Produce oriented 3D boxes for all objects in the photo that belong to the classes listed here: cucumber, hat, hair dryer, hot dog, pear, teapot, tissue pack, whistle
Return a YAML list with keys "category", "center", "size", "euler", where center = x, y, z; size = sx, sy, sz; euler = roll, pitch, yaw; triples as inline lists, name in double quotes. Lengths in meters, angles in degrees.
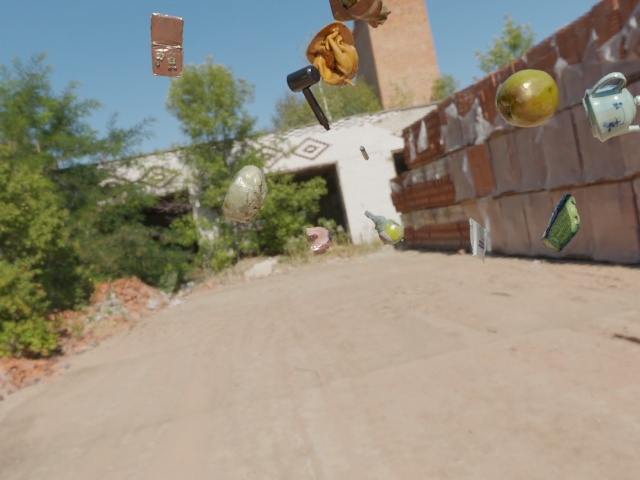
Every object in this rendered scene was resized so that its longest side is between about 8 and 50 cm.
- category: "cucumber"
  center: [0.853, -0.057, 1.954]
  size: [0.193, 0.115, 0.085]
  euler: [-56, 24, -20]
- category: "hat"
  center: [0.092, -0.712, 2.227]
  size: [0.233, 0.233, 0.244]
  euler: [-9, -31, -34]
- category: "hair dryer"
  center: [-0.018, -0.503, 1.972]
  size: [0.114, 0.248, 0.071]
  euler: [-12, 30, 38]
- category: "hot dog"
  center: [0.111, -0.694, 1.589]
  size: [0.093, 0.123, 0.261]
  euler: [-49, -45, 10]
- category: "pear"
  center: [0.682, -0.468, 1.815]
  size: [0.199, 0.200, 0.200]
  euler: [-12, 3, 1]
- category: "teapot"
  center: [0.840, -0.380, 1.567]
  size: [0.158, 0.232, 0.159]
  euler: [-23, 43, 23]
- category: "tissue pack"
  center: [0.533, 0.004, 1.850]
  size: [0.026, 0.123, 0.193]
  euler: [-5, -12, 29]
- category: "whistle"
  center: [0.278, -0.055, 2.419]
  size: [0.123, 0.223, 0.123]
  euler: [-49, 18, 22]

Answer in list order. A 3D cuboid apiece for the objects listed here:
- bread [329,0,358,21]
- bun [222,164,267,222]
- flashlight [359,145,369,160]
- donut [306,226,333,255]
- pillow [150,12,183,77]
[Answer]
- category: "bread"
  center: [0.130, -1.190, 2.653]
  size: [0.184, 0.234, 0.111]
  euler: [-5, 45, 17]
- category: "bun"
  center: [-0.282, -0.176, 2.137]
  size: [0.141, 0.239, 0.239]
  euler: [24, 3, -1]
- category: "flashlight"
  center: [0.175, -0.348, 2.182]
  size: [0.018, 0.018, 0.083]
  euler: [13, -17, 25]
- category: "donut"
  center: [0.000, 0.000, 2.323]
  size: [0.116, 0.065, 0.166]
  euler: [-13, 37, -2]
- category: "pillow"
  center: [-0.596, -0.755, 2.129]
  size: [0.126, 0.233, 0.043]
  euler: [-1, 15, -18]
